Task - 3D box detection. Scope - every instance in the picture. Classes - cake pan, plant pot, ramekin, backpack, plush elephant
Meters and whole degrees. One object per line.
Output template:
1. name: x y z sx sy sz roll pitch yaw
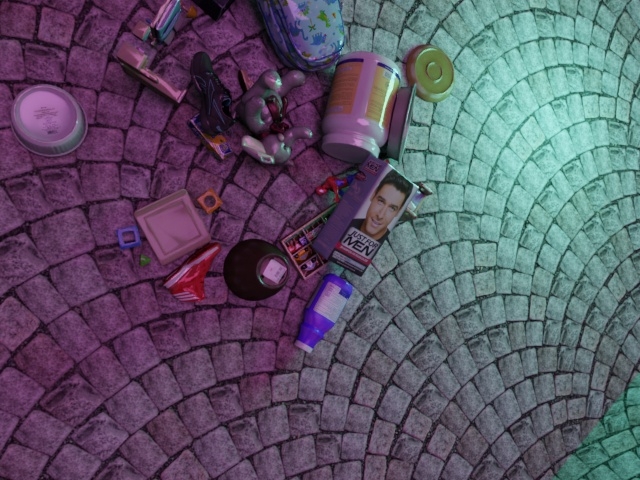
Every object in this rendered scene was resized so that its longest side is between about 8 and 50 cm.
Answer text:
1. cake pan: 0.294 -0.426 1.858 0.054 0.293 0.294 12 83 10
2. plant pot: 0.451 -0.675 2.044 0.236 0.032 0.237 1 88 -21
3. plant pot: -0.185 0.097 1.651 0.215 0.230 0.216 1 88 -23
4. ramekin: -0.793 -0.355 1.485 0.207 0.109 0.207 1 88 -23
5. backpack: -0.059 -0.752 1.724 0.290 0.273 0.356 -27 129 -24
6. plush elephant: -0.153 -0.366 1.661 0.330 0.272 0.255 -35 93 19

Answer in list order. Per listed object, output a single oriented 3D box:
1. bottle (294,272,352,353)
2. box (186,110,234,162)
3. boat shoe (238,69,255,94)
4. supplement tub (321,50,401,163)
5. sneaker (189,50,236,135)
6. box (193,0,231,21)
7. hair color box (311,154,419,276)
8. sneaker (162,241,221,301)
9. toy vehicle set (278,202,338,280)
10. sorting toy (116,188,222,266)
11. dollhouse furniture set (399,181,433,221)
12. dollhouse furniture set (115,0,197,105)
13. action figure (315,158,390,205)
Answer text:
1. bottle: 0.004 0.259 1.797 0.118 0.092 0.283 33 77 -17
2. box: -0.364 -0.342 1.685 0.054 0.059 0.169 -45 104 -20
3. boat shoe: -0.242 -0.524 1.751 0.045 0.050 0.136 -28 109 -24
4. supplement tub: 0.138 -0.462 1.797 0.240 0.241 0.332 16 82 -21
5. sneaker: -0.329 -0.466 1.594 0.101 0.106 0.268 -12 89 -64
6. box: -0.370 -0.862 1.675 0.207 0.108 0.153 40 74 -17
7. hair color box: 0.154 -0.081 1.754 0.185 0.113 0.375 28 96 -39
8. sneaker: -0.391 0.112 1.659 0.221 0.087 0.128 -38 111 -7
9. toy vehicle set: 0.000 0.000 1.834 0.266 0.035 0.166 -35 101 -19
10. sorting toy: -0.473 -0.044 1.640 0.347 0.047 0.196 -29 103 -20
11. dollhouse furniture set: 0.297 -0.180 1.911 0.183 0.129 0.129 39 75 -16
12. dollhouse furniture set: -0.437 -0.600 1.543 0.198 0.286 0.304 31 89 -18
13. action figure: 0.126 -0.187 1.821 0.280 0.091 0.139 -15 67 0
